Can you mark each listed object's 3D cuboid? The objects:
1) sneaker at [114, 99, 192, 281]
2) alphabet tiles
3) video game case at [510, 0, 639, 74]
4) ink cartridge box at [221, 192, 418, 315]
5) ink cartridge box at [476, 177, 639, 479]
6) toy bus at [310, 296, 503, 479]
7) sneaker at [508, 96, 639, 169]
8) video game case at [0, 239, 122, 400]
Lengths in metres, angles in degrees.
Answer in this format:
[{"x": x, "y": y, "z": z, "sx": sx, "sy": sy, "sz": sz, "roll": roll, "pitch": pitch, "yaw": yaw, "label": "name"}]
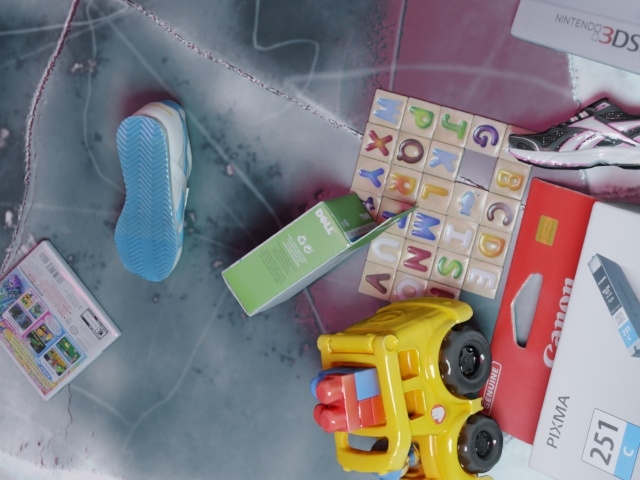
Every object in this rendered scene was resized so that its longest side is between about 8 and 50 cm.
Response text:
[{"x": -0.192, "y": -0.056, "z": 1.498, "sx": 0.087, "sy": 0.092, "sz": 0.229, "roll": 14, "pitch": 120, "yaw": 13, "label": "sneaker"}, {"x": 0.127, "y": -0.035, "z": 1.436, "sx": 0.198, "sy": 0.009, "sz": 0.237, "roll": 17, "pitch": 100, "yaw": 15, "label": "alphabet tiles"}, {"x": 0.326, "y": -0.332, "z": 1.220, "sx": 0.036, "sy": 0.300, "sz": 0.329, "roll": 11, "pitch": 103, "yaw": -28, "label": "video game case"}, {"x": 0.000, "y": 0.000, "z": 1.420, "sx": 0.209, "sy": 0.109, "sz": 0.062, "roll": -35, "pitch": 84, "yaw": 22, "label": "ink cartridge box"}, {"x": 0.275, "y": 0.102, "z": 1.315, "sx": 0.261, "sy": 0.066, "sz": 0.296, "roll": 21, "pitch": 104, "yaw": 43, "label": "ink cartridge box"}, {"x": 0.076, "y": 0.188, "z": 1.352, "sx": 0.149, "sy": 0.211, "sz": 0.220, "roll": -4, "pitch": 98, "yaw": 47, "label": "toy bus"}, {"x": 0.294, "y": -0.116, "z": 1.351, "sx": 0.178, "sy": 0.072, "sz": 0.077, "roll": 1, "pitch": 88, "yaw": 8, "label": "sneaker"}, {"x": -0.351, "y": 0.103, "z": 1.598, "sx": 0.143, "sy": 0.019, "sz": 0.157, "roll": -41, "pitch": 84, "yaw": 18, "label": "video game case"}]
